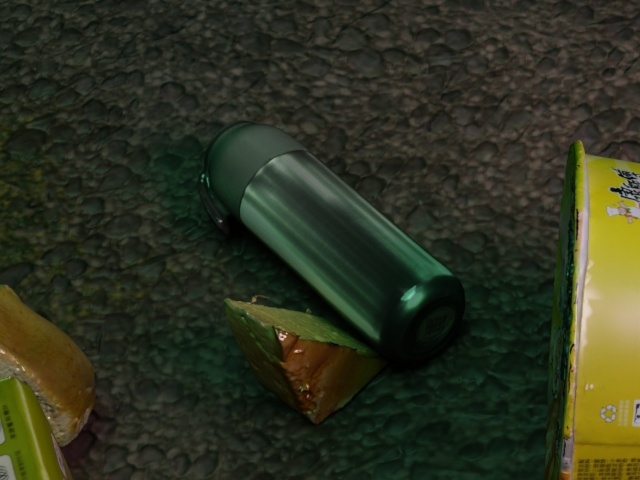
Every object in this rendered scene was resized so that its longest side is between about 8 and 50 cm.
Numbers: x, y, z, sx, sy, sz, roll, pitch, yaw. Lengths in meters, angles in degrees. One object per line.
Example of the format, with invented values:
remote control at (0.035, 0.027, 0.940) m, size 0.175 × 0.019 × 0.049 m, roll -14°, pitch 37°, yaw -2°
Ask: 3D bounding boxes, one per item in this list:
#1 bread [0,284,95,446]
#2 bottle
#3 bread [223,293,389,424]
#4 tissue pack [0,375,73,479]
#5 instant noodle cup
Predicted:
bread at (-0.215, 0.102, 1.389) m, size 0.110 × 0.156 × 0.103 m, roll 5°, pitch 38°, yaw -9°
bottle at (0.000, 0.000, 1.470) m, size 0.096 × 0.079 × 0.253 m, roll -45°, pitch 54°, yaw -4°
bread at (-0.015, 0.063, 1.400) m, size 0.080 × 0.109 × 0.084 m, roll -43°, pitch 50°, yaw -19°
tissue pack at (-0.208, 0.262, 1.205) m, size 0.167 × 0.200 × 0.275 m, roll -18°, pitch 48°, yaw -5°
instant noodle cup at (0.251, 0.067, 1.251) m, size 0.200 × 0.264 × 0.264 m, roll 3°, pitch 50°, yaw 5°
